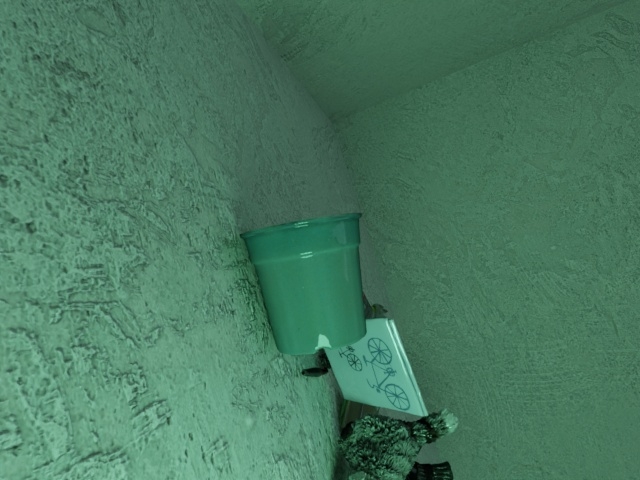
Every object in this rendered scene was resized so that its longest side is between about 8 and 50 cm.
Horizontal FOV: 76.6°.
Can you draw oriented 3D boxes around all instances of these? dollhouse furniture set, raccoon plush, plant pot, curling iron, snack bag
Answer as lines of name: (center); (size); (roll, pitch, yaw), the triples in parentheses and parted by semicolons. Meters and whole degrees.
dollhouse furniture set: (0.125, 0.588, 1.543); (0.197, 0.151, 0.301); (42, 51, -33)
raccoon plush: (0.237, 0.660, 1.172); (0.299, 0.447, 0.216); (-116, -179, -64)
plant pot: (-0.024, 0.116, 1.120); (0.341, 0.342, 0.333); (-5, 84, -75)
curling iron: (-0.016, 0.410, 1.304); (0.068, 0.035, 0.274); (71, 13, 14)
snack bag: (0.140, 0.383, 1.263); (0.037, 0.343, 0.322); (-29, 99, -41)

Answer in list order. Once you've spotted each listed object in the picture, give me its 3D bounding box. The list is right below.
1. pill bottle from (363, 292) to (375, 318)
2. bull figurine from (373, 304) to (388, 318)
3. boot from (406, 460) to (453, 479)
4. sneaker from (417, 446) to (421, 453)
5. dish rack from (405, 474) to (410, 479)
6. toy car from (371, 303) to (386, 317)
pill bottle: (0.155, 0.334, 1.774); (0.161, 0.161, 0.283); (-90, 157, -51)
bull figurine: (0.157, 0.319, 1.512); (0.101, 0.311, 0.188); (9, 100, -70)
boot: (0.402, 0.925, 1.653); (0.131, 0.260, 0.347); (-57, 136, -65)
sneaker: (0.275, 0.762, 1.549); (0.232, 0.090, 0.081); (25, 25, -11)
dish rack: (0.308, 0.875, 1.266); (0.208, 0.074, 0.271); (-146, -133, -88)
toy car: (0.257, 0.415, 2.131); (0.136, 0.159, 0.181); (20, -42, 63)
